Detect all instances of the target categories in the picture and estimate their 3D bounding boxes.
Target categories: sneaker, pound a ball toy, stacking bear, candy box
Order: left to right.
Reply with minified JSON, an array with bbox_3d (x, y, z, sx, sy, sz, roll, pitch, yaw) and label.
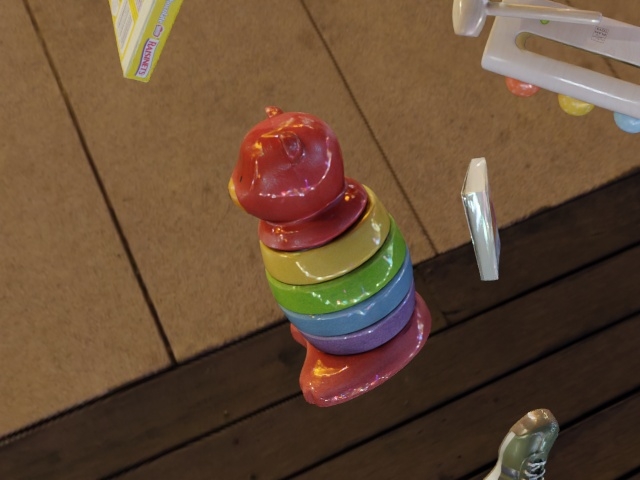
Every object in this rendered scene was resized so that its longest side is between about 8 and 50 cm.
[{"bbox_3d":[-0.157,-0.241,0.750,0.027,0.105,0.206,11,42,-31],"label":"candy box"},{"bbox_3d":[0.000,0.000,0.898,0.164,0.289,0.175,-22,32,5],"label":"stacking bear"},{"bbox_3d":[0.242,0.294,1.018,0.064,0.192,0.086,4,37,-27],"label":"sneaker"},{"bbox_3d":[0.335,-0.240,1.156,0.319,0.208,0.136,21,106,16],"label":"pound a ball toy"}]

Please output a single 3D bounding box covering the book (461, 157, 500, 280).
[{"bbox_3d":[0.230,-0.030,1.201,0.035,0.144,0.096,-6,32,19],"label":"book"}]
